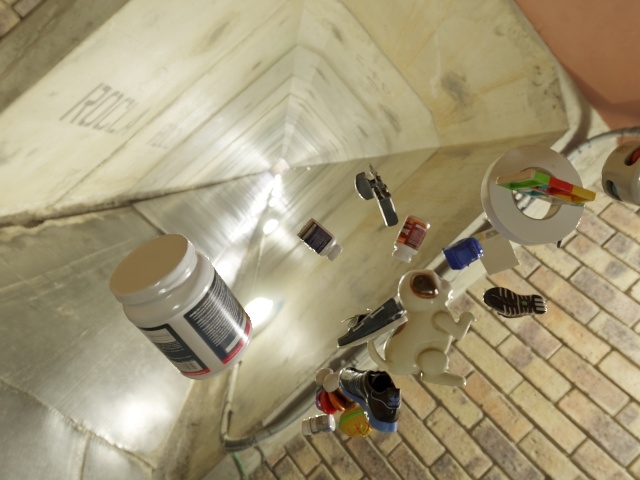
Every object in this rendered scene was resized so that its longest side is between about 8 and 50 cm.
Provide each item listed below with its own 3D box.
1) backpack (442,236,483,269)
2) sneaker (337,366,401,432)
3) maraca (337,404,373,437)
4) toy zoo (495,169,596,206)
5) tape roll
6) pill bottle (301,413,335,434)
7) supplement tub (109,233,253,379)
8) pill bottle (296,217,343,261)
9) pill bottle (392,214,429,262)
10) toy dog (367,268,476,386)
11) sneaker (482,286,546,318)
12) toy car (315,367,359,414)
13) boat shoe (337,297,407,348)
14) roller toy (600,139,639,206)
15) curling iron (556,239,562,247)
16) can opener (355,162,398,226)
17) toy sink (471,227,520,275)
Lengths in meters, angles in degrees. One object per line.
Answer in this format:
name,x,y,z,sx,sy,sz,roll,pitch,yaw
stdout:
backpack,0.524,0.045,1.630,0.097,0.120,0.101,65,-17,-6
sneaker,0.107,0.309,0.969,0.082,0.090,0.232,9,6,-22
maraca,0.147,0.600,1.518,0.127,0.186,0.099,95,-18,-45
toy zoo,0.777,-0.170,1.539,0.293,0.030,0.192,16,-2,-11
tape roll,0.806,-0.172,1.720,0.392,0.392,0.072,46,-12,2
pill bottle,-0.010,0.827,2.034,0.078,0.137,0.078,-17,90,-77
supplement tub,-0.276,0.139,0.934,0.191,0.191,0.272,45,-16,53
pill bottle,0.000,0.000,1.722,0.169,0.094,0.094,41,-1,-2
pill bottle,0.307,-0.004,1.555,0.086,0.152,0.086,25,-3,1
toy dog,0.393,0.314,1.772,0.396,0.407,0.284,6,-2,6
sneaker,0.713,0.260,1.757,0.282,0.106,0.162,13,-25,-18
toy car,0.043,0.558,1.628,0.159,0.136,0.182,47,-17,-14
boat shoe,0.124,0.230,1.227,0.254,0.095,0.079,-41,-110,47
roller toy,0.961,-0.205,1.360,0.146,0.191,0.209,-128,-140,-66
curling iron,1.096,-0.064,2.045,0.035,0.068,0.274,22,-34,28
can opener,0.181,-0.138,1.481,0.283,0.095,0.076,59,12,-52
toy sink,0.806,0.027,2.114,0.234,0.153,0.131,48,27,-35
